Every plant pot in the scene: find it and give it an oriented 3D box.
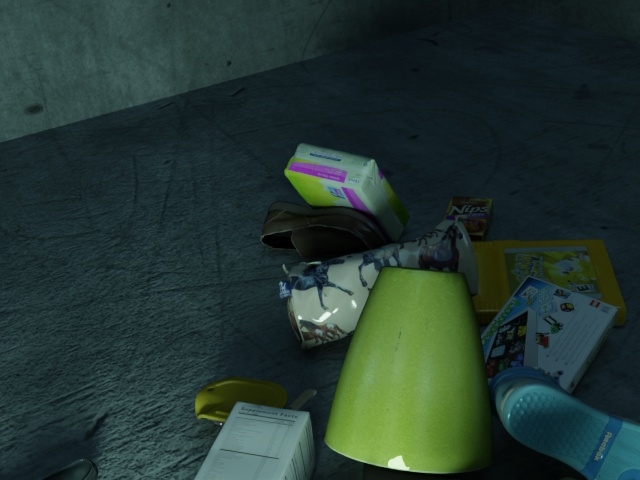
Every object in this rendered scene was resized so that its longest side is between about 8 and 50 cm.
[{"bbox_3d":[0.156,0.192,1.250,0.275,0.293,0.275,6,0,0],"label":"plant pot"}]

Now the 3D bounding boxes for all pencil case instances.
[{"bbox_3d":[0.125,0.081,1.577,0.410,0.183,0.160,-17,-5,4],"label":"pencil case"}]

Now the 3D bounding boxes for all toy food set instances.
[{"bbox_3d":[-0.125,0.319,1.402,0.218,0.071,0.128,4,26,25],"label":"toy food set"}]

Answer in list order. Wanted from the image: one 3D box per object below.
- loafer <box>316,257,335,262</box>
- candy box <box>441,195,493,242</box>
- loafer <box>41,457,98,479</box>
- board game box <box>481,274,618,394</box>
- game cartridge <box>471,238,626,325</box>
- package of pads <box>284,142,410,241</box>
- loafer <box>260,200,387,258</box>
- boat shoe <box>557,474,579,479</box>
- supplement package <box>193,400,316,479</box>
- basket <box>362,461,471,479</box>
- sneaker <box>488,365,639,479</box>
[{"bbox_3d":[0.100,0.074,1.750,0.268,0.084,0.096,18,39,33],"label":"loafer"},{"bbox_3d":[0.368,-0.045,1.932,0.109,0.053,0.186,5,32,19],"label":"candy box"},{"bbox_3d":[-0.464,0.434,1.265,0.076,0.078,0.223,18,39,33],"label":"loafer"},{"bbox_3d":[0.414,0.203,1.468,0.193,0.053,0.305,22,50,34],"label":"board game box"},{"bbox_3d":[0.481,0.086,1.699,0.324,0.052,0.285,0,32,8],"label":"game cartridge"},{"bbox_3d":[0.065,-0.113,1.883,0.229,0.296,0.101,15,71,31],"label":"package of pads"},{"bbox_3d":[0.000,0.000,1.878,0.366,0.134,0.130,9,56,40],"label":"loafer"},{"bbox_3d":[0.417,0.433,1.122,0.073,0.080,0.223,-27,31,-22],"label":"boat shoe"},{"bbox_3d":[-0.108,0.394,1.216,0.139,0.133,0.244,5,33,18],"label":"supplement package"},{"bbox_3d":[0.172,0.422,1.114,0.227,0.154,0.204,2,35,6],"label":"basket"},{"bbox_3d":[0.414,0.302,1.248,0.319,0.127,0.208,33,2,-7],"label":"sneaker"}]
